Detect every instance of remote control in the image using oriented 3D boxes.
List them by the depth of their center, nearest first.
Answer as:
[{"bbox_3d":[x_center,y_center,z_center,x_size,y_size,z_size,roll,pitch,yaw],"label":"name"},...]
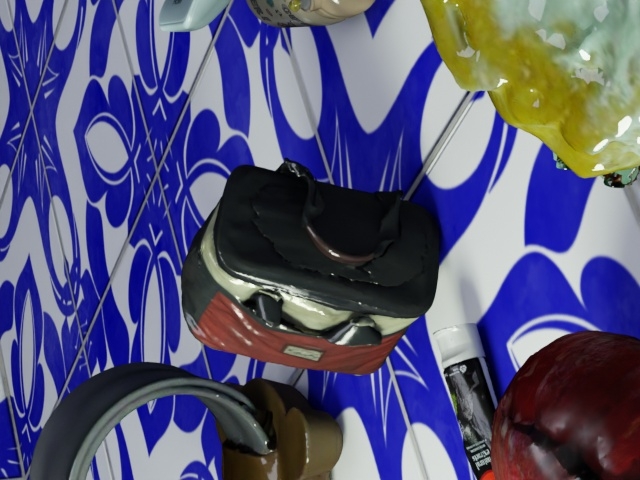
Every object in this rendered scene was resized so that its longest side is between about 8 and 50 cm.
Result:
[{"bbox_3d":[-0.076,-0.349,2.066,0.293,0.051,0.103,-54,22,-11],"label":"remote control"}]

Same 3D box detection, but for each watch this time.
[{"bbox_3d":[-0.169,0.319,2.171,0.314,0.327,0.335,-171,79,-66],"label":"watch"}]

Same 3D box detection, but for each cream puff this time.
[{"bbox_3d":[0.232,-0.256,1.340,0.378,0.275,0.378,25,131,32],"label":"cream puff"}]

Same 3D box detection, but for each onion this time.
[{"bbox_3d":[0.230,0.196,1.439,0.246,0.190,0.246,161,90,-74],"label":"onion"}]

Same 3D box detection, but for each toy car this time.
[{"bbox_3d":[0.242,-0.083,1.573,0.122,0.035,0.059,26,115,54],"label":"toy car"}]

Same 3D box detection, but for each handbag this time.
[{"bbox_3d":[-0.011,0.035,1.881,0.181,0.254,0.181,123,157,-55],"label":"handbag"}]

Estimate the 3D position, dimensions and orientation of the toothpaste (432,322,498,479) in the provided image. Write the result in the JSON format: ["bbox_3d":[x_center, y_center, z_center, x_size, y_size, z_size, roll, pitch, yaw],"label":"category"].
[{"bbox_3d":[0.158,0.177,1.781,0.071,0.045,0.193,-38,64,62],"label":"toothpaste"}]

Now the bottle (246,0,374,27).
[{"bbox_3d":[-0.012,-0.285,2.029,0.209,0.110,0.097,13,124,66],"label":"bottle"}]
